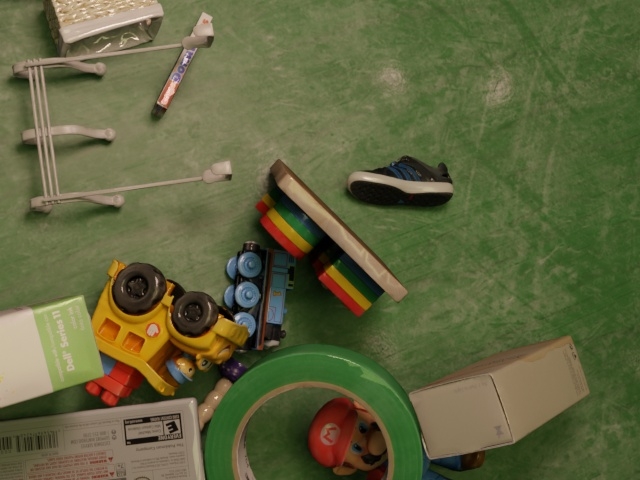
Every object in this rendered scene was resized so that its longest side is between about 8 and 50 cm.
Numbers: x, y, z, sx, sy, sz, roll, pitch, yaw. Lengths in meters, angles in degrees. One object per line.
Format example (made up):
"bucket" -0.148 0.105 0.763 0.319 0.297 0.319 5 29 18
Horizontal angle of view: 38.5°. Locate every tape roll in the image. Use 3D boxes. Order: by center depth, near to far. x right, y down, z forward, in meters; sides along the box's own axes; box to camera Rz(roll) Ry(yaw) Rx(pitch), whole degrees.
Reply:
"tape roll" -0.008 0.317 1.367 0.321 0.077 0.321 1 95 6

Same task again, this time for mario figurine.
"mario figurine" 0.129 0.349 1.482 0.320 0.170 0.198 23 36 -22

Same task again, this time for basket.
"basket" -0.349 -0.362 1.455 0.167 0.113 0.103 -22 88 -21

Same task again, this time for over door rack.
"over door rack" -0.299 -0.180 1.424 0.324 0.108 0.239 -10 85 5

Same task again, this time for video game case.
"video game case" -0.329 0.399 1.344 0.329 0.036 0.300 -7 84 -2

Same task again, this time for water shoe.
"water shoe" 0.136 -0.108 1.621 0.203 0.073 0.080 7 58 -22

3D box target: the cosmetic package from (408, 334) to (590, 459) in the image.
"cosmetic package" 0.298 0.250 1.493 0.309 0.160 0.113 -8 79 -54

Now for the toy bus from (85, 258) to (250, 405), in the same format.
"toy bus" -0.247 0.160 1.372 0.220 0.149 0.211 24 78 15

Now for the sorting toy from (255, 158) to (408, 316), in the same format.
"sorting toy" 0.000 0.000 1.460 0.089 0.257 0.255 -45 101 3

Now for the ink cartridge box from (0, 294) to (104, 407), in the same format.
"ink cartridge box" -0.488 0.171 1.207 0.353 0.207 0.119 -15 92 -25

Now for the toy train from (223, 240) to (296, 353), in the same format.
"toy train" -0.100 0.095 1.496 0.105 0.080 0.184 9 79 -24

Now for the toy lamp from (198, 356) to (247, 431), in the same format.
"toy lamp" -0.208 0.304 1.427 0.080 0.080 0.274 39 73 -10

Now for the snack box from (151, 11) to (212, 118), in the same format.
"snack box" -0.229 -0.289 1.512 0.022 0.064 0.178 27 75 -14
